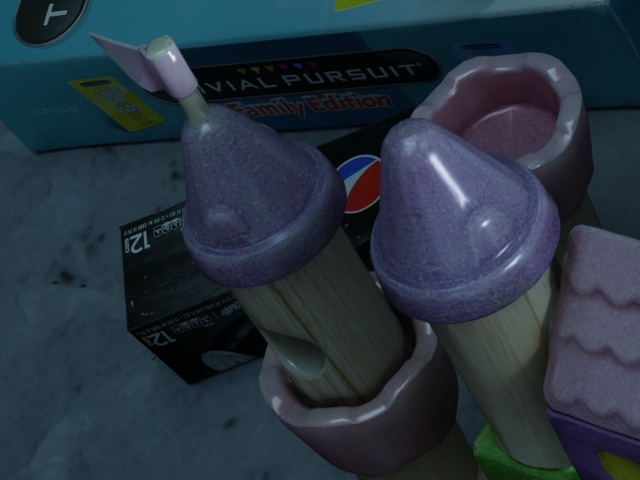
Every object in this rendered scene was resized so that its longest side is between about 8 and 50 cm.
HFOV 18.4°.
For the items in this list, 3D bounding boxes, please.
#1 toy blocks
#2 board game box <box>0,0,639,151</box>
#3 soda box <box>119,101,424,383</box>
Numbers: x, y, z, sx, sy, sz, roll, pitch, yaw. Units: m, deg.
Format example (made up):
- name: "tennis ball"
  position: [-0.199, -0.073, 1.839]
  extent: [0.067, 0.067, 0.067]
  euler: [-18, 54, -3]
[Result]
- name: "toy blocks"
  position: [0.075, 0.066, 0.587]
  extent: [0.288, 0.260, 0.309]
  euler: [18, 62, 37]
- name: "board game box"
  position: [0.011, -0.177, 0.936]
  extent: [0.336, 0.079, 0.254]
  euler: [-3, 59, 30]
- name: "soda box"
  position: [0.000, 0.000, 0.841]
  extent: [0.169, 0.053, 0.060]
  euler: [-22, 52, 18]
